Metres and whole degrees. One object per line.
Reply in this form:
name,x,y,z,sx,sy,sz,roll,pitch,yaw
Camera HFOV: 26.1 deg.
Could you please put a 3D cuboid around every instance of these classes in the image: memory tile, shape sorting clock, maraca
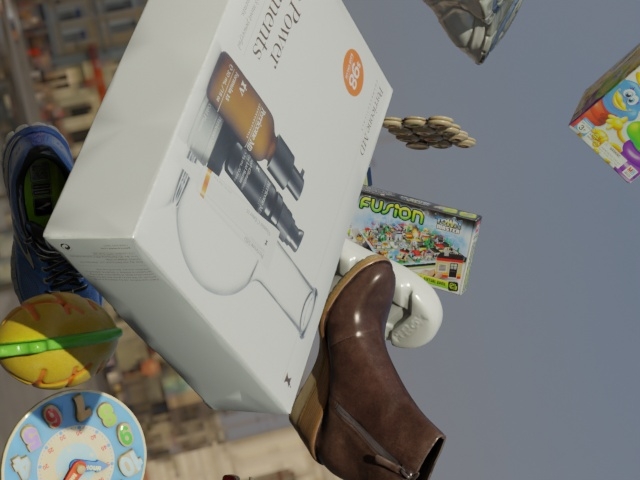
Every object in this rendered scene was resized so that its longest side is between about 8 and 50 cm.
memory tile,0.158,-0.157,2.023,0.148,0.113,0.012,25,68,-64
shape sorting clock,-0.328,0.301,1.850,0.040,0.206,0.206,15,-60,55
maraca,-0.281,0.104,1.403,0.186,0.127,0.099,-5,85,-61

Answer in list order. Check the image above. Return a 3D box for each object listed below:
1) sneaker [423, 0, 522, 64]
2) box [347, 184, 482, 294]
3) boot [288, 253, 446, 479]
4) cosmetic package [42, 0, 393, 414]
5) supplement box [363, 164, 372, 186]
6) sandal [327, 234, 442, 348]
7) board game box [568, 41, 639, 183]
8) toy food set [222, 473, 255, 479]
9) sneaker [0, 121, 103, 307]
sneaker,0.171,-0.300,1.631,0.129,0.111,0.297,30,-6,11
box,0.116,-0.005,1.955,0.036,0.207,0.114,-30,133,-66
boot,0.075,0.163,1.542,0.207,0.090,0.248,35,-71,41
cosmetic package,-0.069,-0.078,1.226,0.284,0.097,0.377,56,44,-48
supplement box,0.022,-0.110,2.065,0.056,0.083,0.083,80,-16,-59
sandal,-0.005,0.010,1.937,0.416,0.102,0.169,35,-44,11
board game box,0.545,-0.244,2.160,0.142,0.275,0.144,42,38,-7
toy food set,-0.140,0.389,1.984,0.078,0.019,0.122,21,-85,33
sneaker,-0.379,0.007,1.935,0.147,0.130,0.330,-135,-147,-69
